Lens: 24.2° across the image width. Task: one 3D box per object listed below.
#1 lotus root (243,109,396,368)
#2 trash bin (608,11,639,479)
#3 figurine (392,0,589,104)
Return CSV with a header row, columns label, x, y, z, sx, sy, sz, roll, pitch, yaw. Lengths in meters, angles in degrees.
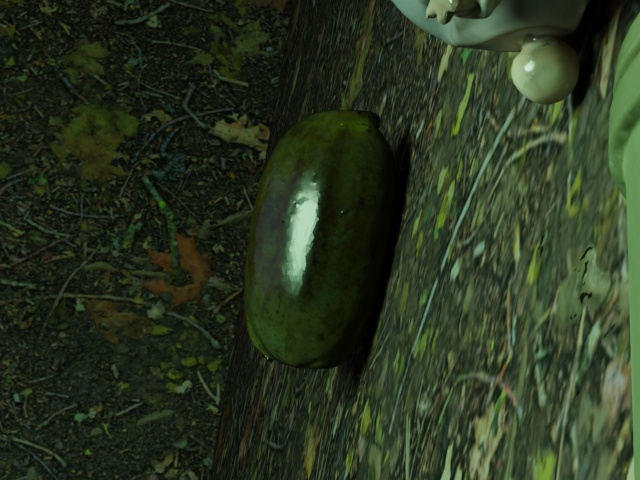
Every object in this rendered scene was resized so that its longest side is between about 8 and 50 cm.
label,x,y,z,sx,sy,sz,roll,pitch,yaw
lotus root,0.000,0.000,1.331,0.123,0.124,0.241,-3,-77,-81
trash bin,0.127,0.041,0.226,0.243,0.121,0.247,114,163,-63
figurine,0.097,-0.170,0.783,0.276,0.133,0.200,-142,48,-84
